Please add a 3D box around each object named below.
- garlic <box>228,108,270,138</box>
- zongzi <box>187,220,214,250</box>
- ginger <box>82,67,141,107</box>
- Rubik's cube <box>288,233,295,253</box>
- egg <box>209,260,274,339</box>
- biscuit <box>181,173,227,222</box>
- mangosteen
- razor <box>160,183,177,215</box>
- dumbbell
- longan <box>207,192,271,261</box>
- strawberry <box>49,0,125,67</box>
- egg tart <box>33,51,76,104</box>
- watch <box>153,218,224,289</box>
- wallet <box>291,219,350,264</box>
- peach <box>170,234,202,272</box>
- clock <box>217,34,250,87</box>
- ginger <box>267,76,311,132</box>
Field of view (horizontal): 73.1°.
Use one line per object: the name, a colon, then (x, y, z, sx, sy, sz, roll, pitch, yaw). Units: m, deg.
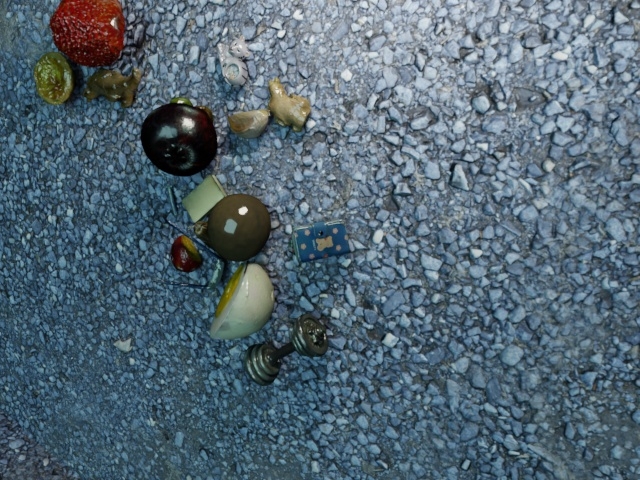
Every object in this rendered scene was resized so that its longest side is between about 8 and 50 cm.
garlic: (-0.274, -0.442, 1.656, 0.195, 0.087, 0.102, 2, 105, 36)
zongzi: (-0.436, 0.007, 1.763, 0.084, 0.187, 0.184, -36, 86, 1)
ginger: (-0.912, -0.671, 1.899, 0.332, 0.080, 0.166, 6, 116, 15)
Rubik's cube: (-0.078, 0.013, 1.659, 0.111, 0.111, 0.093, -50, 52, 22)
egg: (-0.285, 0.258, 1.700, 0.200, 0.337, 0.337, 25, 110, -14)
biscuit: (-0.491, -0.175, 1.827, 0.199, 0.040, 0.121, -35, 83, 22)
mangosteen: (-0.551, -0.403, 1.698, 0.299, 0.300, 0.301, 4, 101, 22)
razor: (-0.651, -0.177, 1.900, 0.068, 0.040, 0.135, -5, 104, 24)
dumbbell: (-0.138, 0.435, 1.711, 0.406, 0.179, 0.179, -34, 86, 24)
longan: (-0.315, -0.054, 1.663, 0.257, 0.258, 0.259, 4, 101, 22)
strawberry: (-0.916, -0.870, 1.749, 0.351, 0.267, 0.313, 17, 101, 38)
egg tart: (-1.211, -0.744, 1.992, 0.240, 0.106, 0.241, 3, 99, 19)
watch: (-0.536, 0.068, 1.811, 0.274, 0.068, 0.277, 12, 96, -12)
wallet: (0.000, 0.000, 1.588, 0.202, 0.059, 0.141, -12, 93, -11)
peach: (-0.595, 0.060, 1.882, 0.127, 0.092, 0.173, -4, 100, 26)
clock: (-0.316, -0.678, 1.646, 0.117, 0.080, 0.176, -11, 93, 23)
ginger: (-0.133, -0.498, 1.606, 0.213, 0.074, 0.138, 38, 106, 8)
